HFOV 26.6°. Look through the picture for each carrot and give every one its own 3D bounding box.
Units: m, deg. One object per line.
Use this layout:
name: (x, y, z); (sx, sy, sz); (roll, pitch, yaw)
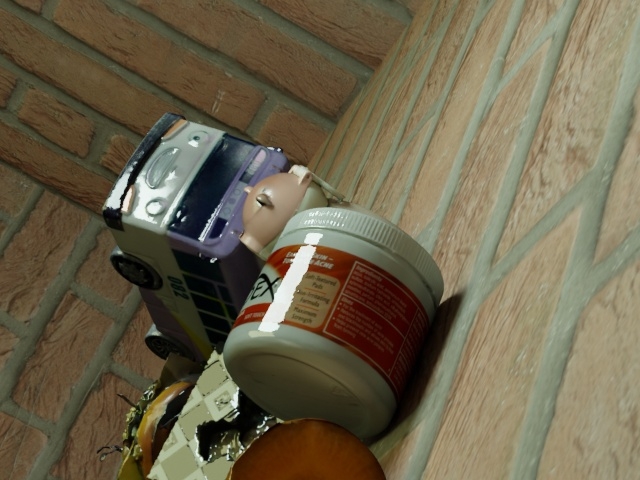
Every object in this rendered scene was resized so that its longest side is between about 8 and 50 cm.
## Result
carrot: (-0.027, 0.253, 1.363); (0.159, 0.159, 0.225); (-61, 5, -8)

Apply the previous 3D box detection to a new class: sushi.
sushi: (-0.090, 0.264, 1.842); (0.231, 0.047, 0.219); (12, 64, 36)

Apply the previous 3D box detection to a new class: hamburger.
hamburger: (-0.188, 0.287, 1.975); (0.139, 0.262, 0.243); (5, 67, 61)

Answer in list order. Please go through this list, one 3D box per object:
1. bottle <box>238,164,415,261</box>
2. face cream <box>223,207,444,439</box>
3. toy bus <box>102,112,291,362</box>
bottle: (0.000, 0.000, 1.777); (0.147, 0.236, 0.147); (-49, 18, 21)
face cream: (0.015, 0.095, 1.503); (0.187, 0.201, 0.201); (-64, 8, -30)
toy bus: (-0.138, 0.040, 1.998); (0.209, 0.249, 0.440); (-60, -26, -30)
